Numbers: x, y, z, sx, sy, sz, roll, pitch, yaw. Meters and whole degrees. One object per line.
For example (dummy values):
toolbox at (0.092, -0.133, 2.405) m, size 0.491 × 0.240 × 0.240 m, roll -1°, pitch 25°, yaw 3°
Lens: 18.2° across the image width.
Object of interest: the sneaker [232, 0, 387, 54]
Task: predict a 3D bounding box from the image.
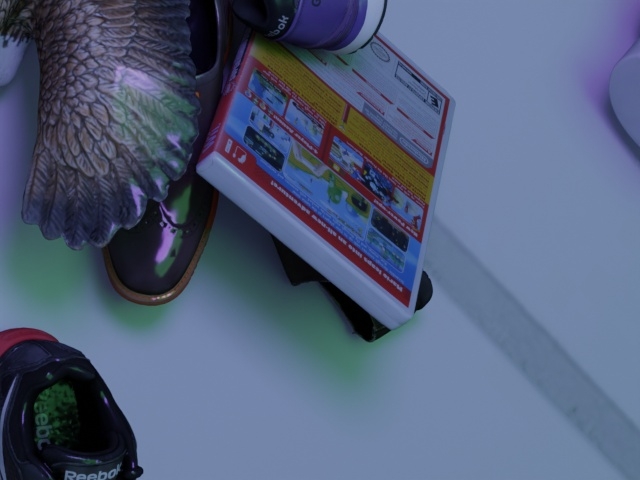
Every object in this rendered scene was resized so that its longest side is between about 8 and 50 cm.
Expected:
sneaker at (-0.037, -0.286, 1.563) m, size 0.124 × 0.107 × 0.283 m, roll 2°, pitch 65°, yaw -42°

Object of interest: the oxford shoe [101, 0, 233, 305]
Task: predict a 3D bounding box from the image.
oxford shoe at (-0.121, -0.088, 1.521) m, size 0.097 × 0.098 × 0.271 m, roll 5°, pitch 76°, yaw -2°

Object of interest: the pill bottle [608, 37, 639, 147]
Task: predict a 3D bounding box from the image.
pill bottle at (0.411, -0.210, 1.799) m, size 0.334 × 0.188 × 0.188 m, roll -45°, pitch 106°, yaw -25°

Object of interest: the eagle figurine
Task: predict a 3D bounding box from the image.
eagle figurine at (-0.207, -0.165, 1.429) m, size 0.226 × 0.298 × 0.225 m, roll -9°, pitch 133°, yaw 1°

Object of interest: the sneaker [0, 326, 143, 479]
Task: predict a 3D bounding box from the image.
sneaker at (-0.185, 0.198, 1.447) m, size 0.097 × 0.135 × 0.276 m, roll -9°, pitch 90°, yaw -32°

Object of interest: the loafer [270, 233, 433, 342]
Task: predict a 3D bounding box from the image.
loafer at (0.000, 0.000, 1.604) m, size 0.220 × 0.080 × 0.078 m, roll 43°, pitch 65°, yaw -19°

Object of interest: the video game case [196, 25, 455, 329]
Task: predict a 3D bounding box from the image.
video game case at (0.013, -0.085, 1.573) m, size 0.204 × 0.025 × 0.285 m, roll 40°, pitch 36°, yaw -20°
